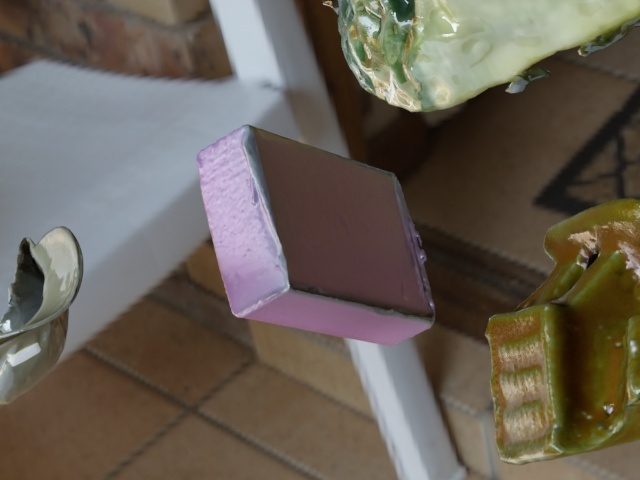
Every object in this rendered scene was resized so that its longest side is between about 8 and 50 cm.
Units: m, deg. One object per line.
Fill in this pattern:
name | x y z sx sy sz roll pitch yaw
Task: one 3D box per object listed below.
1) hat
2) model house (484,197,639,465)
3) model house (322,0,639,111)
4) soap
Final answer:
hat | -0.251 0.081 1.467 0.173 0.144 0.166 7 54 42
model house | 0.254 0.094 1.415 0.239 0.173 0.268 -47 6 -21
model house | 0.058 -0.267 0.832 0.261 0.266 0.321 -26 43 10
soap | -0.001 0.001 1.610 0.081 0.259 0.181 -29 66 30
